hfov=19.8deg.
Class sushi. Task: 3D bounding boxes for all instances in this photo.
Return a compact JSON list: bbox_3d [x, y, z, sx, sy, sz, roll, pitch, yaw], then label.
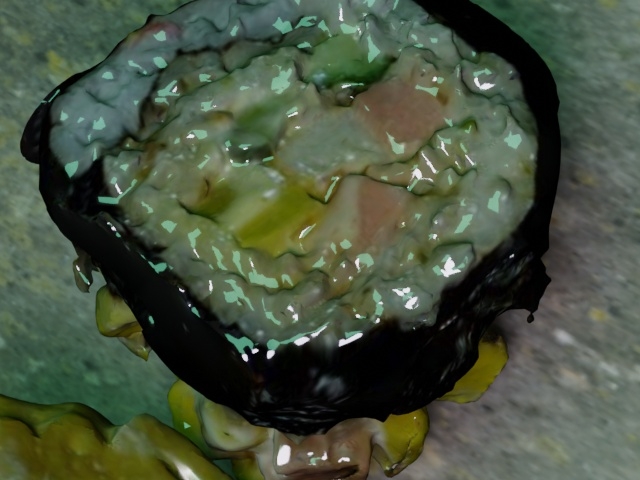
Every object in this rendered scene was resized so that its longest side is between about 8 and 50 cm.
[{"bbox_3d":[0.000,0.000,1.289,0.328,0.285,0.329,36,69,27],"label":"sushi"}]

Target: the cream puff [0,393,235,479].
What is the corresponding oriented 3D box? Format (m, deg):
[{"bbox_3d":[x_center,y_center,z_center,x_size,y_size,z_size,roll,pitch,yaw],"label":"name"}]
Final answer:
[{"bbox_3d":[-0.161,0.301,1.207,0.275,0.378,0.378,-52,53,36],"label":"cream puff"}]
